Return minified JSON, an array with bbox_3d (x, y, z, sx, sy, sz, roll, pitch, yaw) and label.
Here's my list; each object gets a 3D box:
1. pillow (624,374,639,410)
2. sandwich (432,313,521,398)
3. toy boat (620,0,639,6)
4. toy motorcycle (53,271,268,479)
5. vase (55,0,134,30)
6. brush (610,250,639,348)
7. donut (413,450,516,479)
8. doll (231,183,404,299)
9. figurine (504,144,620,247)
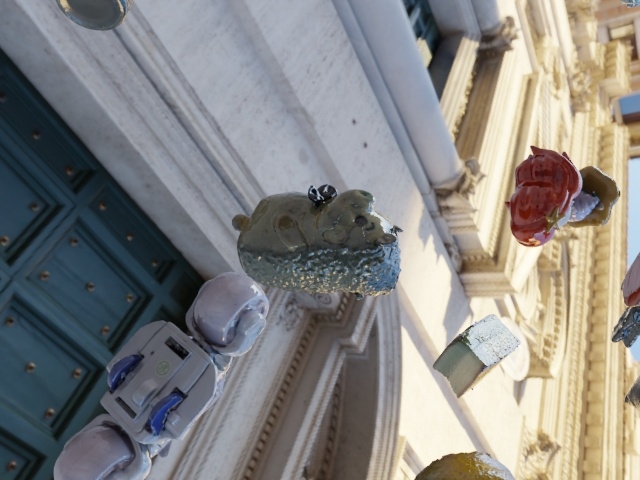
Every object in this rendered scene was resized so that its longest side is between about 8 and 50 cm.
[{"bbox_3d":[0.664,0.278,1.036,0.186,0.106,0.250,-51,179,10],"label":"pillow"},{"bbox_3d":[0.346,0.285,1.334,0.108,0.220,0.186,49,-58,22],"label":"sandwich"},{"bbox_3d":[0.606,-0.442,0.961,0.133,0.145,0.332,3,-156,11],"label":"toy boat"},{"bbox_3d":[-0.141,0.141,0.542,0.254,0.112,0.112,-50,-141,-14],"label":"toy motorcycle"},{"bbox_3d":[-0.343,-0.472,0.900,0.251,0.156,0.301,7,-122,-9],"label":"vase"},{"bbox_3d":[0.307,0.009,0.476,0.051,0.323,0.070,10,-127,11],"label":"brush"},{"bbox_3d":[0.297,0.575,1.103,0.303,0.303,0.110,-41,-170,-11],"label":"donut"},{"bbox_3d":[0.000,0.000,1.161,0.349,0.247,0.247,14,-125,27],"label":"doll"},{"bbox_3d":[0.526,-0.101,1.287,0.257,0.208,0.181,-8,-145,-38],"label":"figurine"}]
